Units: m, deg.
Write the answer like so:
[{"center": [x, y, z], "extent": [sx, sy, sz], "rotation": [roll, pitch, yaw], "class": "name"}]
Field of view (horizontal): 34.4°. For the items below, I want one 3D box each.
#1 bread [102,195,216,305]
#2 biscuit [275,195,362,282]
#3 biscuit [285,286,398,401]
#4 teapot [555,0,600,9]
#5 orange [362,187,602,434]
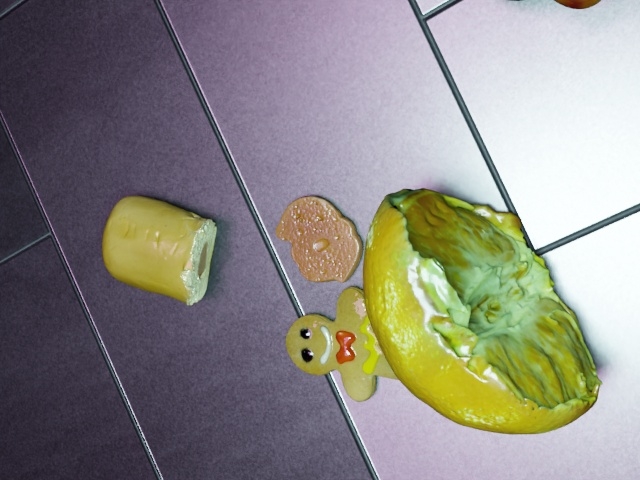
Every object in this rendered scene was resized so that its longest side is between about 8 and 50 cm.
[{"center": [-0.234, 0.012, 1.475], "extent": [0.173, 0.085, 0.134], "rotation": [13, 101, 21], "class": "bread"}, {"center": [0.000, 0.000, 1.408], "extent": [0.102, 0.019, 0.130], "rotation": [-44, 78, 21], "class": "biscuit"}, {"center": [0.061, 0.140, 1.391], "extent": [0.240, 0.035, 0.158], "rotation": [-5, 92, 24], "class": "biscuit"}, {"center": [0.241, -0.360, 1.189], "extent": [0.135, 0.178, 0.252], "rotation": [-37, 67, -10], "class": "teapot"}, {"center": [0.168, 0.087, 1.212], "extent": [0.196, 0.262, 0.334], "rotation": [-34, 88, 19], "class": "orange"}]
